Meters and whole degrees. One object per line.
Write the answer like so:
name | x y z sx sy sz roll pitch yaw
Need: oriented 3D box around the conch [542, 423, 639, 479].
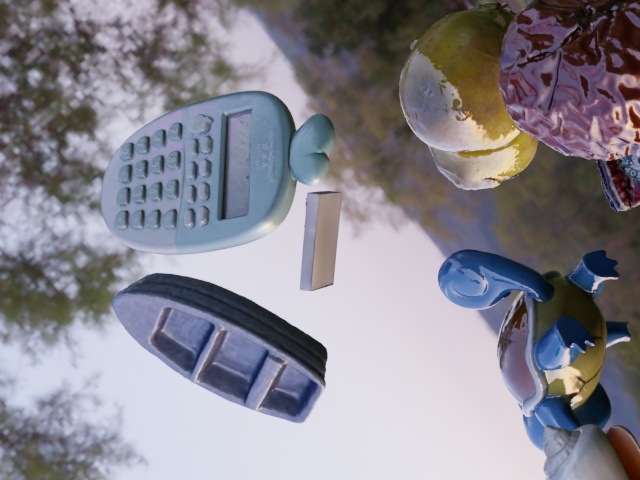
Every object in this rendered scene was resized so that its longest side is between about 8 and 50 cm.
conch | 0.274 0.238 1.129 0.176 0.094 0.104 37 -156 9

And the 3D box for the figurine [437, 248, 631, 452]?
figurine | 0.361 0.170 1.854 0.416 0.243 0.298 56 -146 -25

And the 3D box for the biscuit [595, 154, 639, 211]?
biscuit | 0.542 -0.146 1.882 0.063 0.235 0.151 -7 -100 -58

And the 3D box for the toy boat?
toy boat | -0.124 0.126 1.496 0.283 0.127 0.078 28 -139 -1

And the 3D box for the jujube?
jujube | 0.335 -0.192 1.392 0.232 0.213 0.213 3 155 33

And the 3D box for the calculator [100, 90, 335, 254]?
calculator | -0.116 -0.074 1.332 0.042 0.295 0.184 39 -133 -57

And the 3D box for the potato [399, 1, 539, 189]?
potato | 0.248 -0.244 2.260 0.290 0.397 0.296 33 -138 18

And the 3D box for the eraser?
eraser | 0.000 0.000 1.848 0.104 0.023 0.150 -10 -74 -69

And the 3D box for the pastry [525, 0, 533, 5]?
pastry | 0.485 -0.358 1.623 0.337 0.405 0.293 31 135 58
